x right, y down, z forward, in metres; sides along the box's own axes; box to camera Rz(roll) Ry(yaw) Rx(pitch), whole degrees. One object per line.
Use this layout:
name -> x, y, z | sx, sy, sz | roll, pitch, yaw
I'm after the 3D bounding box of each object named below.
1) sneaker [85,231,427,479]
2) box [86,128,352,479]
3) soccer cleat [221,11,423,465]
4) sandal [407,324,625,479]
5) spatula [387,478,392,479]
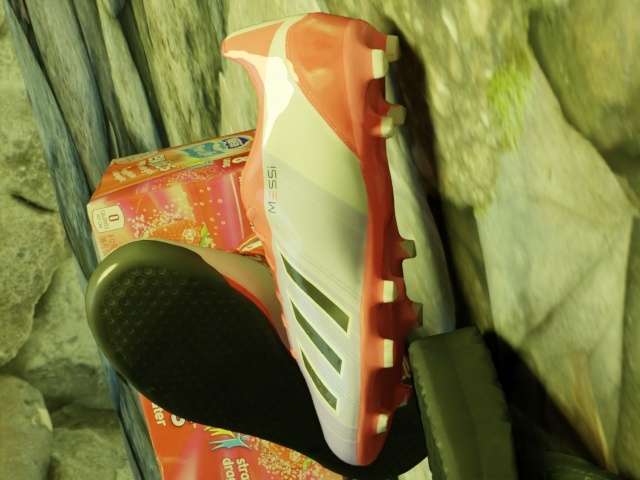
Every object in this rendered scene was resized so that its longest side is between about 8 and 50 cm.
sneaker -> -0.046, 0.038, 1.146 | 0.270, 0.090, 0.145 | 31, -155, -39
box -> -0.065, 0.063, 1.355 | 0.123, 0.128, 0.257 | -85, -17, -73
soccer cleat -> 0.000, 0.000, 1.048 | 0.083, 0.095, 0.248 | -44, -47, -67
sandal -> 0.123, 0.165, 0.868 | 0.446, 0.107, 0.168 | -104, 2, -61
spatula -> 0.017, 0.077, 1.309 | 0.084, 0.030, 0.297 | -127, 22, -66
